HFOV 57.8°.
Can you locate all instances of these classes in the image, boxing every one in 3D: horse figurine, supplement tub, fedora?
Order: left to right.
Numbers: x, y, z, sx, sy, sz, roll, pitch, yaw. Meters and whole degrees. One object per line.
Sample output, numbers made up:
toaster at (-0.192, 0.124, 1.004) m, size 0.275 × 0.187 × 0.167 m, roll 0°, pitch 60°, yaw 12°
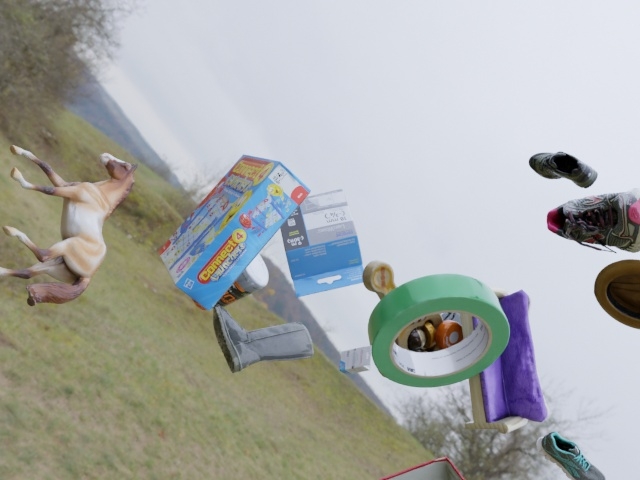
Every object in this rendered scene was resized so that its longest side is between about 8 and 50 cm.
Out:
horse figurine at (-0.354, -0.020, 0.807) m, size 0.174 × 0.066 × 0.264 m, roll 25°, pitch 53°, yaw -45°
supplement tub at (-0.241, 0.105, 1.507) m, size 0.117 × 0.190 × 0.117 m, roll 50°, pitch 23°, yaw -31°
fedora at (0.694, 0.104, 1.237) m, size 0.194 × 0.079 × 0.195 m, roll 23°, pitch -48°, yaw 28°

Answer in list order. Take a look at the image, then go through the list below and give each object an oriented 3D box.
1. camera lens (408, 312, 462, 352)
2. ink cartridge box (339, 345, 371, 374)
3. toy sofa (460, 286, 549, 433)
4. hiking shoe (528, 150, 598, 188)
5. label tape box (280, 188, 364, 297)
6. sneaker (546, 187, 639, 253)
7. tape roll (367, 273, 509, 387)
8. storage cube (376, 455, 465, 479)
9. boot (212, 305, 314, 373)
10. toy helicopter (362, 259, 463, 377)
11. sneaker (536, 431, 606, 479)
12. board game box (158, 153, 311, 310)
camera lens at (0.322, 0.323, 1.808) m, size 0.274 × 0.219 × 0.219 m, roll -27°, pitch -76°, yaw 46°
ink cartridge box at (0.085, 0.267, 1.293) m, size 0.028 × 0.083 × 0.048 m, roll 39°, pitch 46°, yaw -38°
toy sofa at (0.461, 0.304, 1.508) m, size 0.150 × 0.177 × 0.363 m, roll 10°, pitch 72°, yaw -52°
hiking shoe at (0.701, -0.231, 1.709) m, size 0.114 × 0.086 × 0.226 m, roll 34°, pitch -2°, yaw -37°
label tape box at (0.000, 0.000, 1.895) m, size 0.106 × 0.240 × 0.334 m, roll 80°, pitch -4°, yaw -50°
sneaker at (0.548, -0.034, 1.146) m, size 0.299 × 0.111 × 0.121 m, roll 70°, pitch 22°, yaw -86°
tape roll at (0.273, 0.218, 1.354) m, size 0.321 × 0.321 × 0.077 m, roll 57°, pitch 16°, yaw -36°
storage cube at (0.217, 0.584, 1.145) m, size 0.183 × 0.214 × 0.193 m, roll -144°, pitch -140°, yaw -71°
boot at (-0.139, 0.221, 1.391) m, size 0.190 × 0.208 × 0.076 m, roll 63°, pitch -29°, yaw 26°
toy helicopter at (0.203, 0.206, 1.515) m, size 0.355 × 0.235 × 0.140 m, roll 56°, pitch -18°, yaw -24°
sneaker at (0.595, 0.515, 1.365) m, size 0.166 × 0.065 × 0.076 m, roll 32°, pitch -39°, yaw 22°
board game box at (-0.193, -0.035, 1.213) m, size 0.086 × 0.302 × 0.308 m, roll 42°, pitch -7°, yaw -23°
